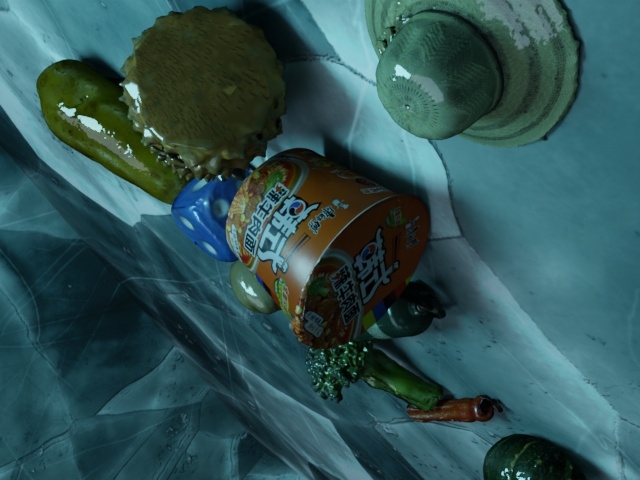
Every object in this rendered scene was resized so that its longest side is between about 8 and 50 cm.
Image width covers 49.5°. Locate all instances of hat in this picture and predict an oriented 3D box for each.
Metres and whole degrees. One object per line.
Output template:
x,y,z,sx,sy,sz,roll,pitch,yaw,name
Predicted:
0.114,-0.159,0.678,0.252,0.110,0.252,34,154,19,hat

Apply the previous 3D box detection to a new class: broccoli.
0.092,0.262,1.395,0.275,0.177,0.198,30,167,-18,broccoli

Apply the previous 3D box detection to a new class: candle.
0.255,0.338,1.376,0.051,0.048,0.329,57,157,2,candle

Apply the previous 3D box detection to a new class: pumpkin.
0.374,0.423,1.209,0.190,0.146,0.190,44,179,1,pumpkin

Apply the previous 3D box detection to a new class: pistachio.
-0.136,0.098,1.515,0.149,0.113,0.113,51,156,-2,pistachio

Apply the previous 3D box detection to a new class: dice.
-0.172,-0.054,1.254,0.143,0.146,0.146,6,137,57,dice

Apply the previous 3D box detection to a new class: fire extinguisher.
0.121,0.118,1.162,0.118,0.093,0.294,22,162,-18,fire extinguisher

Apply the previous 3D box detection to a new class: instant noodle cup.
0.000,0.000,0.980,0.192,0.250,0.250,38,157,32,instant noodle cup

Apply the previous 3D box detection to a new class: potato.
-0.393,-0.203,1.344,0.369,0.176,0.195,39,129,-1,potato

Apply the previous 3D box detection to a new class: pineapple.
-0.164,-0.174,0.998,0.223,0.223,0.357,43,168,-2,pineapple
